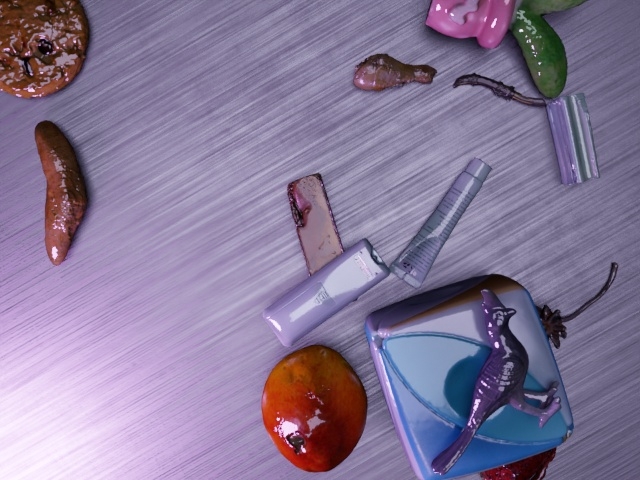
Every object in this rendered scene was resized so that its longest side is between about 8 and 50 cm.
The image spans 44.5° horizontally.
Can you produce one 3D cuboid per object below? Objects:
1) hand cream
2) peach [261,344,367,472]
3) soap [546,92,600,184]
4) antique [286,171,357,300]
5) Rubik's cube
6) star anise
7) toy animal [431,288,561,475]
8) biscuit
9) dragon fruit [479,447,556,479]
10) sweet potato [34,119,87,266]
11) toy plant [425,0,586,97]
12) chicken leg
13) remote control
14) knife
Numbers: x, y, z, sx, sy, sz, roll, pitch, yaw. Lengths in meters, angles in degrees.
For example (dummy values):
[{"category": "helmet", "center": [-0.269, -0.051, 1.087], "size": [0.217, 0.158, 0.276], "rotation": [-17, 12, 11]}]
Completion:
[{"category": "hand cream", "center": [0.286, -0.044, 1.823], "size": [0.085, 0.058, 0.331], "rotation": [34, 91, -3]}, {"category": "peach", "center": [-0.014, 0.368, 1.732], "size": [0.238, 0.281, 0.281], "rotation": [10, 92, 0]}, {"category": "soap", "center": [0.580, -0.231, 1.791], "size": [0.063, 0.114, 0.198], "rotation": [-12, 93, -1]}, {"category": "antique", "center": [0.000, 0.000, 1.810], "size": [0.093, 0.087, 0.310], "rotation": [-16, 93, 1]}, {"category": "Rubik's cube", "center": [0.302, 0.283, 1.689], "size": [0.347, 0.352, 0.351], "rotation": [-18, 94, 1]}, {"category": "star anise", "center": [0.579, 0.151, 1.853], "size": [0.227, 0.218, 0.148], "rotation": [-19, 55, -38]}, {"category": "toy animal", "center": [0.351, 0.285, 1.478], "size": [0.206, 0.081, 0.367], "rotation": [13, 99, -5]}, {"category": "biscuit", "center": [-0.673, -0.475, 1.796], "size": [0.296, 0.075, 0.296], "rotation": [0, 92, -1]}, {"category": "dragon fruit", "center": [0.461, 0.517, 1.841], "size": [0.161, 0.120, 0.127], "rotation": [-25, 49, -24]}, {"category": "sweet potato", "center": [-0.592, -0.112, 1.804], "size": [0.114, 0.092, 0.341], "rotation": [-5, 92, 25]}, {"category": "toy plant", "center": [0.415, -0.507, 1.750], "size": [0.356, 0.210, 0.317], "rotation": [11, 125, -4]}, {"category": "chicken leg", "center": [0.175, -0.388, 1.809], "size": [0.198, 0.069, 0.085], "rotation": [0, 93, -7]}, {"category": "remote control", "center": [0.013, 0.118, 1.748], "size": [0.293, 0.051, 0.103], "rotation": [-36, 92, 2]}, {"category": "knife", "center": [0.423, -0.354, 1.831], "size": [0.222, 0.021, 0.045], "rotation": [14, 91, 3]}]
